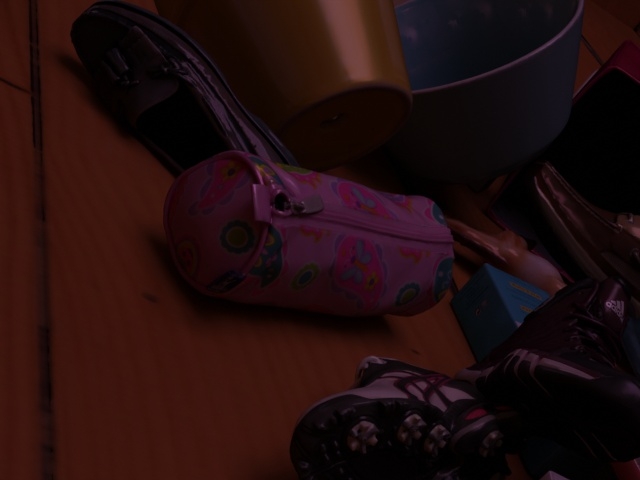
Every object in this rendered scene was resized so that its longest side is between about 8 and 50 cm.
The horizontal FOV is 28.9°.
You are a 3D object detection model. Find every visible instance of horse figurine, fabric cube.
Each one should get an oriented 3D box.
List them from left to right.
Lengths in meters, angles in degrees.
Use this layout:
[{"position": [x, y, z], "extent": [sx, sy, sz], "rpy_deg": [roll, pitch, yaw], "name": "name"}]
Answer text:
[{"position": [0.250, 0.058, 1.398], "extent": [0.174, 0.066, 0.263], "rpy_deg": [20, 26, -52], "name": "horse figurine"}, {"position": [0.408, -0.081, 1.639], "extent": [0.259, 0.254, 0.258], "rpy_deg": [40, 24, 2], "name": "fabric cube"}]

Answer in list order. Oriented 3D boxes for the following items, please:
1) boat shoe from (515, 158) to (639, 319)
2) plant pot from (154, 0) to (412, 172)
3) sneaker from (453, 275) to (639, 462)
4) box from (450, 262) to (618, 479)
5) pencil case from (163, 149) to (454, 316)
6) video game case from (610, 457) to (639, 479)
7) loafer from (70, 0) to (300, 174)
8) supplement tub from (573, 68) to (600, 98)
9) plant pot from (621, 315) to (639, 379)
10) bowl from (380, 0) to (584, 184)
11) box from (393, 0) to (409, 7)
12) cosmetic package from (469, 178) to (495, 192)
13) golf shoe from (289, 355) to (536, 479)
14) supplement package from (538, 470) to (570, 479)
[{"position": [0.363, 0.023, 1.475], "extent": [0.324, 0.120, 0.122], "rpy_deg": [48, 1, -12], "name": "boat shoe"}, {"position": [-0.022, -0.210, 1.283], "extent": [0.254, 0.254, 0.239], "rpy_deg": [7, 53, -51], "name": "plant pot"}, {"position": [0.221, 0.087, 1.029], "extent": [0.106, 0.162, 0.281], "rpy_deg": [48, -16, -11], "name": "sneaker"}, {"position": [0.216, 0.133, 1.219], "extent": [0.100, 0.060, 0.244], "rpy_deg": [24, 28, -31], "name": "box"}, {"position": [0.000, 0.000, 1.062], "extent": [0.284, 0.124, 0.124], "rpy_deg": [12, 35, -50], "name": "pencil case"}, {"position": [0.336, 0.281, 1.069], "extent": [0.204, 0.025, 0.285], "rpy_deg": [23, 38, -55], "name": "video game case"}, {"position": [-0.128, -0.116, 1.127], "extent": [0.267, 0.096, 0.084], "rpy_deg": [42, 30, 2], "name": "loafer"}, {"position": [0.489, -0.171, 2.052], "extent": [0.199, 0.144, 0.144], "rpy_deg": [42, 24, 5], "name": "supplement tub"}, {"position": [0.515, 0.144, 1.180], "extent": [0.341, 0.334, 0.341], "rpy_deg": [53, 16, -23], "name": "plant pot"}, {"position": [0.176, -0.179, 1.483], "extent": [0.311, 0.311, 0.163], "rpy_deg": [-88, 160, -61], "name": "bowl"}, {"position": [0.195, -0.276, 1.769], "extent": [0.311, 0.148, 0.121], "rpy_deg": [49, -17, 23], "name": "box"}, {"position": [0.235, -0.120, 1.626], "extent": [0.041, 0.115, 0.060], "rpy_deg": [45, 23, 10], "name": "cosmetic package"}, {"position": [0.048, 0.144, 0.937], "extent": [0.120, 0.105, 0.273], "rpy_deg": [36, 12, 34], "name": "golf shoe"}, {"position": [0.218, 0.286, 0.851], "extent": [0.244, 0.139, 0.134], "rpy_deg": [29, 27, -23], "name": "supplement package"}]
